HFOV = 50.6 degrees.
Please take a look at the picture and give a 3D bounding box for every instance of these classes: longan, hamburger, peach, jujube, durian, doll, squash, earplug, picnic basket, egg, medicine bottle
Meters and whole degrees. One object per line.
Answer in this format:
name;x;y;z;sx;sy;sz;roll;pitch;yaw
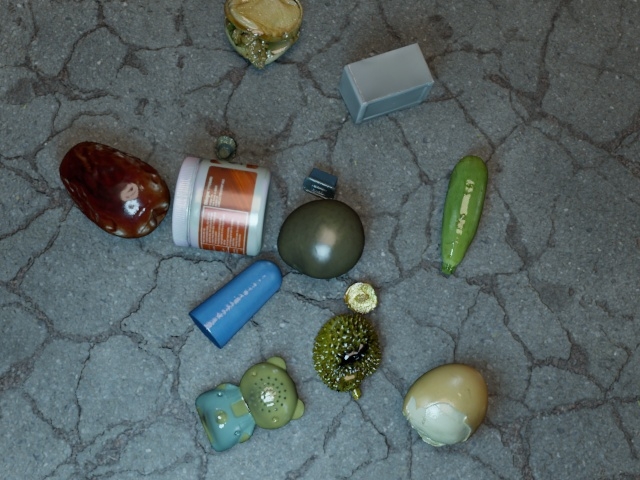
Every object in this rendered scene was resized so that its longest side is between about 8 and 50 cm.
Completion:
longan;0.000;0.000;1.890;0.249;0.248;0.248;1;74;-5
hamburger;-0.178;-0.678;2.110;0.243;0.146;0.285;-1;67;-12
peach;0.114;0.162;1.933;0.098;0.061;0.098;0;94;3
jujube;-0.574;-0.146;1.894;0.318;0.223;0.223;34;74;13
durian;0.076;0.314;1.846;0.194;0.138;0.237;-16;77;-9
doll;-0.185;0.429;1.777;0.261;0.161;0.177;-23;76;-9
squash;0.419;-0.081;2.004;0.119;0.118;0.370;16;75;0
earplug;-0.218;0.159;1.874;0.273;0.132;0.132;-42;82;-18
picnic basket;-0.280;-0.278;2.029;0.065;0.083;0.083;2;30;-4
egg;0.341;0.431;1.806;0.244;0.201;0.201;-38;80;-26
medicine bottle;-0.266;-0.093;1.872;0.241;0.252;0.252;7;73;-4

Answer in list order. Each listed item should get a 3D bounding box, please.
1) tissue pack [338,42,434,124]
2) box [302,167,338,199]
tissue pack;0.200;-0.476;2.075;0.246;0.159;0.135;-19;78;-11
box;0.003;-0.170;2.016;0.099;0.074;0.054;23;59;2
